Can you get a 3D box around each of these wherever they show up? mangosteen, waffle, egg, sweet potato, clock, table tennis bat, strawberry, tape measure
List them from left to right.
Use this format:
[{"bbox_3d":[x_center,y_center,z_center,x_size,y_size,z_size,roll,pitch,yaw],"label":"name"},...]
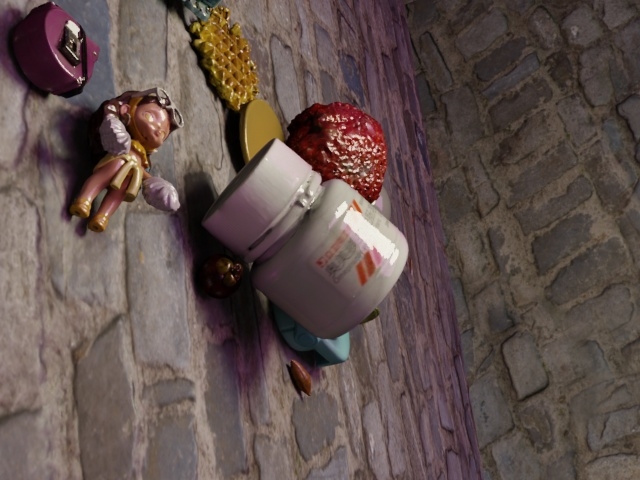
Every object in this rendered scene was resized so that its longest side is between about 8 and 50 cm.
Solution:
[{"bbox_3d":[-0.368,-0.269,1.203,0.118,0.074,0.125,51,27,-48],"label":"tape measure"},{"bbox_3d":[-0.172,0.062,1.503,0.081,0.081,0.080,-15,90,-72],"label":"mangosteen"},{"bbox_3d":[-0.195,-0.382,1.830,0.228,0.051,0.231,-63,135,-64],"label":"waffle"},{"bbox_3d":[-0.103,-0.151,1.867,0.198,0.050,0.320,-62,139,-57],"label":"table tennis bat"},{"bbox_3d":[-0.040,0.281,1.779,0.034,0.034,0.095,-69,140,-61],"label":"sweet potato"},{"bbox_3d":[-0.029,0.136,1.840,0.274,0.094,0.223,42,36,-55],"label":"clock"},{"bbox_3d":[0.019,-0.190,1.969,0.220,0.274,0.274,7,69,-67],"label":"strawberry"},{"bbox_3d":[0.121,-0.085,2.353,0.146,0.147,0.198,-14,95,-72],"label":"egg"}]

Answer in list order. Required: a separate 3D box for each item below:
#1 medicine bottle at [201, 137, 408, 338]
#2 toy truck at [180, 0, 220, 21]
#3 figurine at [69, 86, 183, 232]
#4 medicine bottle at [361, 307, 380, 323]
[{"bbox_3d":[-0.030,-0.006,1.571,0.325,0.256,0.256,42,27,-11],"label":"medicine bottle"},{"bbox_3d":[-0.264,-0.524,1.655,0.140,0.108,0.257,48,13,18],"label":"toy truck"},{"bbox_3d":[-0.286,-0.122,1.262,0.174,0.116,0.240,55,33,-41],"label":"figurine"},{"bbox_3d":[0.053,0.053,1.804,0.124,0.124,0.238,48,33,-54],"label":"medicine bottle"}]
